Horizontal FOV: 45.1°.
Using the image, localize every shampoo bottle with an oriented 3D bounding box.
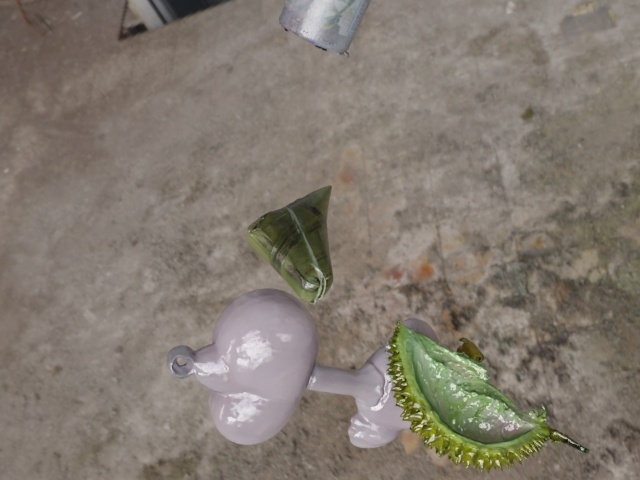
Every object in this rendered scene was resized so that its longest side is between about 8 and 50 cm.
[{"bbox_3d":[0.036,-0.258,0.608,0.072,0.072,0.214,47,120,43],"label":"shampoo bottle"}]

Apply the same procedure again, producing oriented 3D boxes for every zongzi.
[{"bbox_3d":[0.000,0.000,0.754,0.113,0.052,0.104,-30,63,-29],"label":"zongzi"}]

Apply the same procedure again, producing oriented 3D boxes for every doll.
[{"bbox_3d":[0.017,0.142,0.796,0.160,0.365,0.094,-67,30,16],"label":"doll"}]

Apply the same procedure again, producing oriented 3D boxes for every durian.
[{"bbox_3d":[0.142,0.167,0.738,0.215,0.086,0.100,35,82,14],"label":"durian"}]
